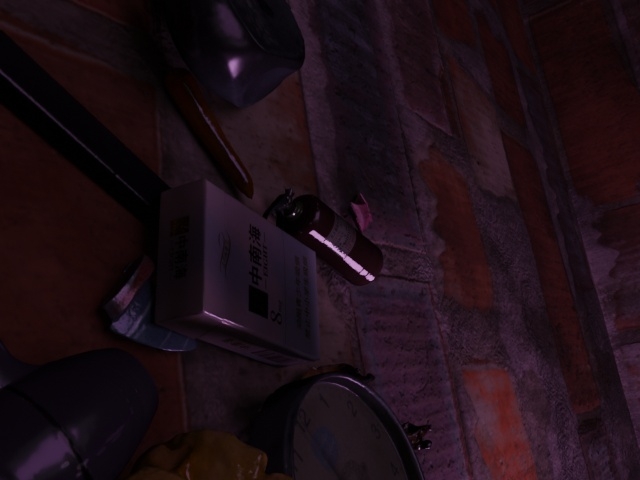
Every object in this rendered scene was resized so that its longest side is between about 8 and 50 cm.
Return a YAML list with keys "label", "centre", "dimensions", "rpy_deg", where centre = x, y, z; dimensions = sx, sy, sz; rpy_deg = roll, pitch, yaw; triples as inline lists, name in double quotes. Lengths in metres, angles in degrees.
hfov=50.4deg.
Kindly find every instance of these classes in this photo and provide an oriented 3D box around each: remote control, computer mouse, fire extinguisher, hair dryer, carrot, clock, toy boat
- label: "remote control"
  centre: [-0.246, -0.110, 0.701]
  dimensions: [0.245, 0.025, 0.063]
  rpy_deg: [46, 36, -35]
- label: "computer mouse"
  centre: [-0.118, -0.284, 0.899]
  dimensions: [0.203, 0.114, 0.374]
  rpy_deg: [61, 18, -10]
- label: "fire extinguisher"
  centre: [0.000, 0.000, 0.971]
  dimensions: [0.231, 0.071, 0.099]
  rpy_deg: [36, 54, -42]
- label: "hair dryer"
  centre: [-0.308, 0.079, 0.467]
  dimensions: [0.301, 0.121, 0.361]
  rpy_deg: [-35, 94, -48]
- label: "carrot"
  centre: [-0.136, -0.134, 0.866]
  dimensions: [0.190, 0.037, 0.037]
  rpy_deg: [58, 34, -20]
- label: "clock"
  centre: [0.032, 0.278, 0.748]
  dimensions: [0.280, 0.055, 0.281]
  rpy_deg: [40, 35, -35]
- label: "toy boat"
  centre: [-0.167, 0.085, 0.707]
  dimensions: [0.122, 0.034, 0.096]
  rpy_deg: [55, 37, -25]

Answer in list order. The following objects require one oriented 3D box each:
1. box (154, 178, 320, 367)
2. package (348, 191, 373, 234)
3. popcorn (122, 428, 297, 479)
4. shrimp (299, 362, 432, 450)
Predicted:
- label: "box"
  centre: [-0.087, 0.048, 0.789]
  dimensions: [0.243, 0.067, 0.155]
  rpy_deg: [36, 43, -53]
- label: "package"
  centre: [0.067, -0.046, 1.134]
  dimensions: [0.059, 0.029, 0.083]
  rpy_deg: [69, 23, -10]
- label: "popcorn"
  centre: [-0.113, 0.282, 0.537]
  dimensions: [0.190, 0.191, 0.254]
  rpy_deg: [27, 51, -48]
- label: "shrimp"
  centre: [0.039, 0.247, 0.912]
  dimensions: [0.289, 0.075, 0.178]
  rpy_deg: [-11, 80, -45]
